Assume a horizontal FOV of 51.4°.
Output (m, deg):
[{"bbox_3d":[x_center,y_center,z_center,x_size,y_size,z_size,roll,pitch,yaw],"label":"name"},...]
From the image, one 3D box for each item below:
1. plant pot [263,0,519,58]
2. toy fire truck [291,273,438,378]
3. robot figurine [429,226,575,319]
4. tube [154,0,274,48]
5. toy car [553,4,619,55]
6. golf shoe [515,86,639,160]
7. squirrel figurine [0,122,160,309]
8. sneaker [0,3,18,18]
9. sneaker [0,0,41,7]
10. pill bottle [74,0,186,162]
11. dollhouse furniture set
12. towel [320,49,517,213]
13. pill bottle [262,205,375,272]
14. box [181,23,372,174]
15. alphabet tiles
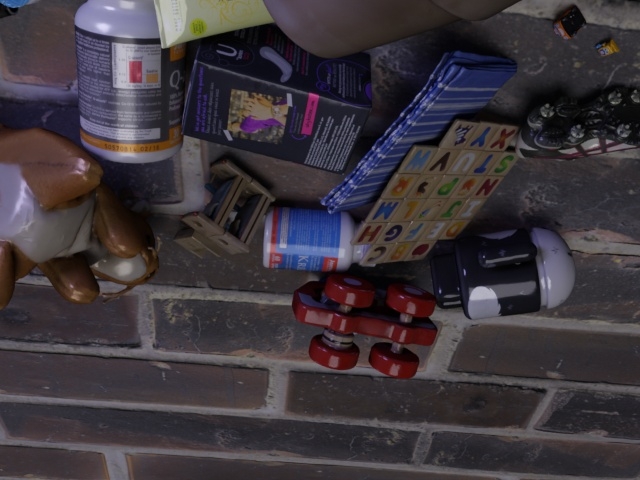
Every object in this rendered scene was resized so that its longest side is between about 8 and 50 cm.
[{"bbox_3d":[0.074,-0.382,0.849,0.323,0.323,0.280,34,142,-28],"label":"plant pot"},{"bbox_3d":[0.087,0.148,1.378,0.302,0.254,0.169,11,102,-11],"label":"toy fire truck"},{"bbox_3d":[0.365,0.064,1.339,0.278,0.209,0.173,-9,108,11],"label":"robot figurine"},{"bbox_3d":[-0.119,-0.339,0.959,0.240,0.070,0.062,-15,167,-22],"label":"tube"},{"bbox_3d":[0.412,-0.315,1.050,0.122,0.060,0.040,35,157,-20],"label":"toy car"},{"bbox_3d":[0.471,-0.193,1.151,0.273,0.105,0.120,-3,164,-8],"label":"golf shoe"},{"bbox_3d":[-0.466,-0.055,1.182,0.281,0.397,0.370,-59,157,3],"label":"squirrel figurine"},{"bbox_3d":[-0.594,-0.304,0.998,0.257,0.169,0.447,11,131,-7],"label":"sneaker"},{"bbox_3d":[-0.445,-0.445,0.922,0.087,0.092,0.229,-7,114,10],"label":"sneaker"},{"bbox_3d":[-0.284,-0.270,1.004,0.162,0.162,0.278,6,119,-5],"label":"pill bottle"},{"bbox_3d":[-0.209,-0.057,1.289,0.129,0.129,0.183,38,153,-29],"label":"dollhouse furniture set"},{"bbox_3d":[0.164,-0.176,1.101,0.243,0.040,0.336,-17,155,-52],"label":"towel"},{"bbox_3d":[0.000,0.000,1.312,0.221,0.124,0.124,4,134,-3],"label":"pill bottle"},{"bbox_3d":[-0.067,-0.234,1.057,0.270,0.165,0.143,14,135,-11],"label":"box"},{"bbox_3d":[0.212,-0.078,1.206,0.285,0.011,0.342,-3,138,-39],"label":"alphabet tiles"}]
